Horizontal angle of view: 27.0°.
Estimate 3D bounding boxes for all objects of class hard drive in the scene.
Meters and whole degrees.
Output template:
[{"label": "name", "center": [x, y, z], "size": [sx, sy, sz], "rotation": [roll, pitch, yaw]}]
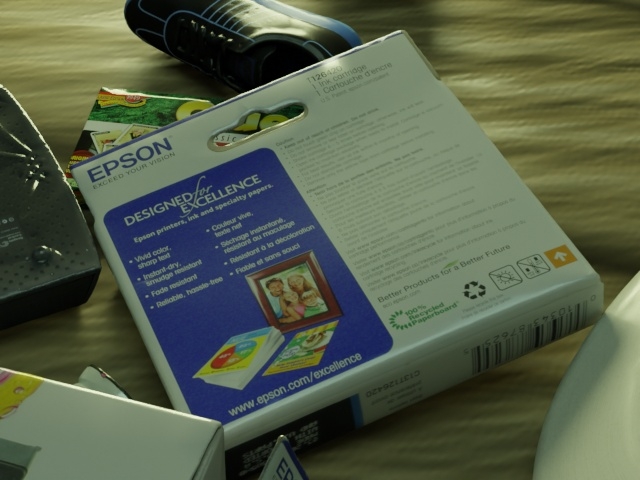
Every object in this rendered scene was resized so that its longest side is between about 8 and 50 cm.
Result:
[{"label": "hard drive", "center": [-0.286, -0.020, 1.053], "size": [0.172, 0.054, 0.255], "rotation": [-19, 46, -20]}]

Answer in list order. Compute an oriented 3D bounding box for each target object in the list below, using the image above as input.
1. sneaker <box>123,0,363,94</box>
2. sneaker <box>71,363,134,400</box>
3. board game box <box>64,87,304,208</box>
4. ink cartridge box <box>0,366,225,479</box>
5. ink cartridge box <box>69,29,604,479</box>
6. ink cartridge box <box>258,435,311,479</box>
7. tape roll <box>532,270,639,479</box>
[{"label": "sneaker", "center": [-0.080, -0.179, 1.200], "size": [0.232, 0.081, 0.090], "rotation": [14, 33, 13]}, {"label": "sneaker", "center": [-0.122, 0.160, 0.866], "size": [0.077, 0.072, 0.178], "rotation": [-41, 48, -21]}, {"label": "board game box", "center": [-0.077, -0.069, 1.127], "size": [0.259, 0.030, 0.136], "rotation": [5, 41, 5]}, {"label": "ink cartridge box", "center": [-0.205, 0.198, 0.718], "size": [0.270, 0.198, 0.197], "rotation": [13, 44, 11]}, {"label": "ink cartridge box", "center": [0.000, 0.000, 0.999], "size": [0.303, 0.072, 0.307], "rotation": [-23, 46, -9]}, {"label": "ink cartridge box", "center": [-0.026, 0.250, 0.651], "size": [0.045, 0.223, 0.224], "rotation": [-7, 38, 27]}, {"label": "tape roll", "center": [0.293, 0.072, 0.764], "size": [0.072, 0.392, 0.392], "rotation": [45, 44, -17]}]
